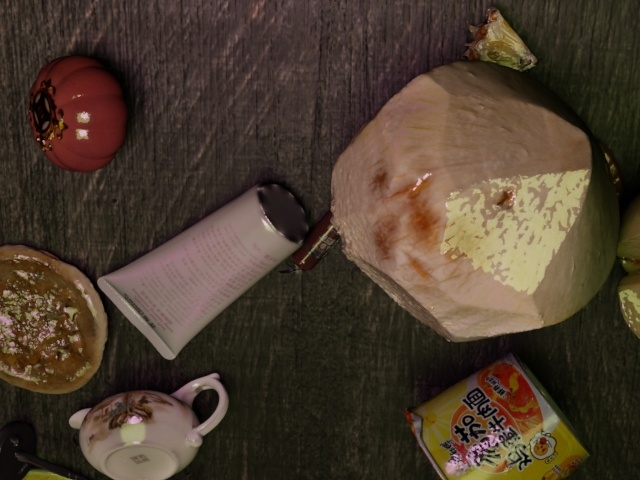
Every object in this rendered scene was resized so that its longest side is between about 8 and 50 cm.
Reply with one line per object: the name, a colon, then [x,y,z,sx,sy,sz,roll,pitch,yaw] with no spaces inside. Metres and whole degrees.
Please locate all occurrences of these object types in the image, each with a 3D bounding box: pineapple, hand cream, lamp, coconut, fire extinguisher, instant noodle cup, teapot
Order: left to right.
lamp: [-0.361,-0.193,1.594,0.182,0.140,0.182,13,108,48]
lamp: [-0.400,0.441,1.816,0.371,0.130,0.108,23,136,6]
teapot: [-0.295,0.322,1.785,0.298,0.139,0.204,-13,135,7]
hand cream: [-0.182,0.044,1.693,0.359,0.118,0.185,-34,106,24]
fire extinguisher: [0.000,0.000,1.684,0.064,0.043,0.158,18,119,-47]
coconut: [0.220,-0.054,1.452,0.416,0.344,0.415,16,151,9]
pineapple: [0.268,-0.274,1.544,0.116,0.069,0.137,5,109,5]
instant noodle cup: [0.292,0.317,1.670,0.200,0.264,0.264,-37,103,7]

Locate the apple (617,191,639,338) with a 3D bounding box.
apple: [0.571,0.018,1.534,0.258,0.233,0.295,-3,121,22]

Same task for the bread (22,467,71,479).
bread: [-0.493,0.512,1.924,0.229,0.033,0.228,2,112,5]

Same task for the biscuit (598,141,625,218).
biscuit: [0.375,-0.042,1.638,0.229,0.031,0.176,-32,103,17]

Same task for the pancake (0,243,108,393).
pancake: [-0.489,0.139,1.782,0.283,0.049,0.282,2,108,7]
